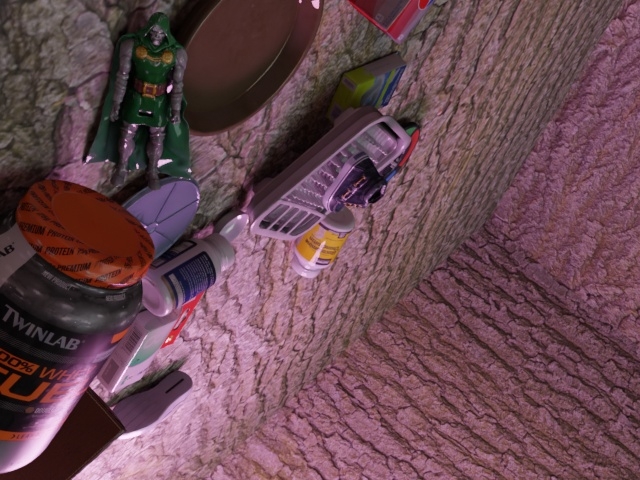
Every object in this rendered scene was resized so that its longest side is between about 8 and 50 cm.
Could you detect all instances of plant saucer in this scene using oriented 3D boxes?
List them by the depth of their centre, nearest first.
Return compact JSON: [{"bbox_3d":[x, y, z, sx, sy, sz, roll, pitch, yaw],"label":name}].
[{"bbox_3d":[-0.104,-0.260,1.016,0.278,0.041,0.278,-41,163,-16],"label":"plant saucer"}]

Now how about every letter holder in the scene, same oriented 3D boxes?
[{"bbox_3d":[-0.509,0.322,1.214,0.302,0.214,0.152,-42,-165,-18],"label":"letter holder"}]

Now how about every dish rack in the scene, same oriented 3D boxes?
[{"bbox_3d":[0.011,-0.134,1.461,0.333,0.072,0.285,-38,165,11],"label":"dish rack"}]

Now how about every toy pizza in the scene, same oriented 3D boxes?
[{"bbox_3d":[-0.269,-0.028,1.158,0.201,0.032,0.201,-41,162,-16],"label":"toy pizza"}]

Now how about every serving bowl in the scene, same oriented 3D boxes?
[{"bbox_3d":[-0.173,-0.027,1.407,0.083,0.027,0.083,-42,163,-16],"label":"serving bowl"}]

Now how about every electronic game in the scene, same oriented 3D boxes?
[{"bbox_3d":[0.158,-0.191,1.820,0.229,0.048,0.229,-42,162,-17],"label":"electronic game"}]

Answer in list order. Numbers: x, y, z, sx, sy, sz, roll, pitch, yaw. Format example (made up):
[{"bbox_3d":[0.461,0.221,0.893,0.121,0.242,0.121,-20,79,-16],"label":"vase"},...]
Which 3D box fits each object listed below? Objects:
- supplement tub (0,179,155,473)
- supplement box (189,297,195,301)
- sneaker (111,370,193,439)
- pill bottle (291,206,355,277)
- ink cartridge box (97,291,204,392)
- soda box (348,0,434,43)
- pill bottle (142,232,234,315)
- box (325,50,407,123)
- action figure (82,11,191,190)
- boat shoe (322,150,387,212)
[{"bbox_3d":[-0.359,0.105,0.931,0.338,0.207,0.207,-53,163,19],"label":"supplement tub"},{"bbox_3d":[-0.256,0.080,1.430,0.062,0.036,0.098,-27,154,-50],"label":"supplement box"},{"bbox_3d":[-0.390,0.393,1.723,0.258,0.094,0.091,-25,148,-54],"label":"sneaker"},{"bbox_3d":[0.000,0.000,1.769,0.103,0.103,0.184,-28,155,-48],"label":"pill bottle"},{"bbox_3d":[-0.322,0.197,1.516,0.225,0.056,0.181,-17,146,-57],"label":"ink cartridge box"},{"bbox_3d":[0.166,-0.443,1.171,0.263,0.092,0.083,-51,162,13],"label":"soda box"},{"bbox_3d":[-0.234,0.053,1.321,0.169,0.094,0.094,-34,159,-38],"label":"pill bottle"},{"bbox_3d":[0.094,-0.290,1.440,0.178,0.042,0.109,-31,158,-41],"label":"box"},{"bbox_3d":[-0.207,-0.164,0.899,0.137,0.063,0.232,3,131,-18],"label":"action figure"},{"bbox_3d":[0.064,-0.085,1.429,0.065,0.083,0.183,-29,164,-29],"label":"boat shoe"}]
